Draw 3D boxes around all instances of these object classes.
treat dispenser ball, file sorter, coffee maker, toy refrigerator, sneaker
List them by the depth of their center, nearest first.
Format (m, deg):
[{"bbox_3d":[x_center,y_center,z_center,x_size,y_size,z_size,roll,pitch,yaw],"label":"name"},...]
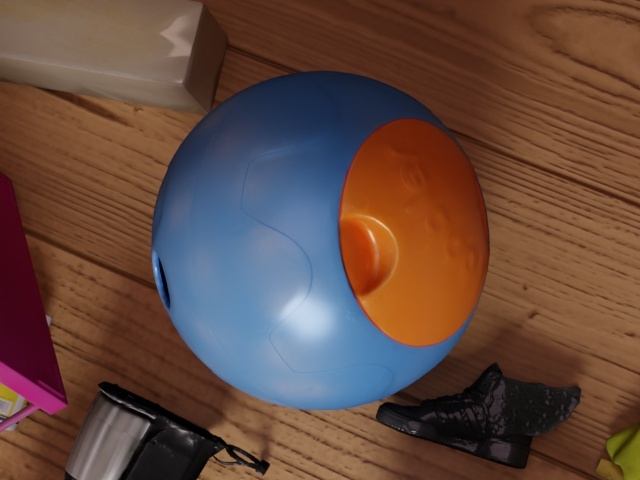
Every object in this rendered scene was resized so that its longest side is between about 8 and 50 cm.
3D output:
[{"bbox_3d":[0.000,0.000,1.142,0.288,0.288,0.288,-2,78,10],"label":"treat dispenser ball"},{"bbox_3d":[-0.386,0.040,1.207,0.182,0.202,0.290,-31,51,9],"label":"file sorter"},{"bbox_3d":[-0.167,0.242,1.211,0.171,0.120,0.178,26,85,14],"label":"coffee maker"},{"bbox_3d":[0.142,0.149,1.211,0.170,0.051,0.089,17,82,9],"label":"sneaker"},{"bbox_3d":[-0.237,-0.201,1.323,0.269,0.102,0.094,11,81,13],"label":"toy refrigerator"}]

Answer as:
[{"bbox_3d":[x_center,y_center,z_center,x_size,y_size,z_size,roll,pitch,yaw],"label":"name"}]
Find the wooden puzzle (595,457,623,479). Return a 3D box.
[{"bbox_3d":[0.266,0.257,1.183,0.078,0.014,0.116,13,81,17],"label":"wooden puzzle"}]

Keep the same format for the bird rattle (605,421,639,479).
[{"bbox_3d":[0.379,0.155,1.150,0.253,0.143,0.207,-36,89,-14],"label":"bird rattle"}]

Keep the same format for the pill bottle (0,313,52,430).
[{"bbox_3d":[-0.302,0.119,1.289,0.065,0.065,0.116,20,83,14],"label":"pill bottle"}]
